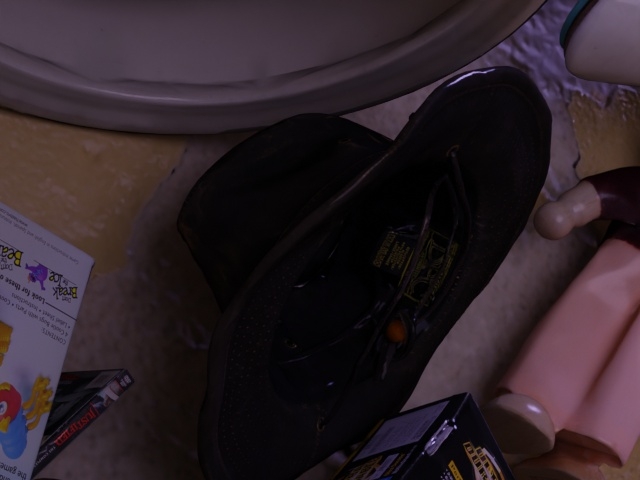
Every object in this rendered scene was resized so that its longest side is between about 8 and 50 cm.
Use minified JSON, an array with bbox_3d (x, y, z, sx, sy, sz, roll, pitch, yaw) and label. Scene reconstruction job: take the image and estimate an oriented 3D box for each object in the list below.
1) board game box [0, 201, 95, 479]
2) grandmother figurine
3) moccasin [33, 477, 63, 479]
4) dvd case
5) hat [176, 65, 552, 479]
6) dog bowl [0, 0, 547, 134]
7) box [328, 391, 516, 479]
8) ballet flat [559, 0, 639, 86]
[{"bbox_3d":[-0.245,0.109,0.847,0.144,0.142,0.275,37,60,-48],"label":"board game box"},{"bbox_3d":[0.240,0.031,1.209,0.208,0.104,0.342,52,59,-34],"label":"grandmother figurine"},{"bbox_3d":[-0.055,0.287,0.945,0.139,0.147,0.380,-41,101,-31],"label":"moccasin"},{"bbox_3d":[-0.169,0.115,0.948,0.119,0.087,0.013,-45,110,-31],"label":"dvd case"},{"bbox_3d":[0.000,0.000,1.015,0.134,0.331,0.331,36,56,22],"label":"hat"},{"bbox_3d":[-0.065,-0.217,0.913,0.408,0.408,0.150,10,61,-30],"label":"dog bowl"},{"bbox_3d":[0.092,0.285,0.980,0.322,0.079,0.257,62,27,-7],"label":"box"},{"bbox_3d":[0.340,-0.169,1.251,0.400,0.139,0.139,-21,91,-45],"label":"ballet flat"}]
